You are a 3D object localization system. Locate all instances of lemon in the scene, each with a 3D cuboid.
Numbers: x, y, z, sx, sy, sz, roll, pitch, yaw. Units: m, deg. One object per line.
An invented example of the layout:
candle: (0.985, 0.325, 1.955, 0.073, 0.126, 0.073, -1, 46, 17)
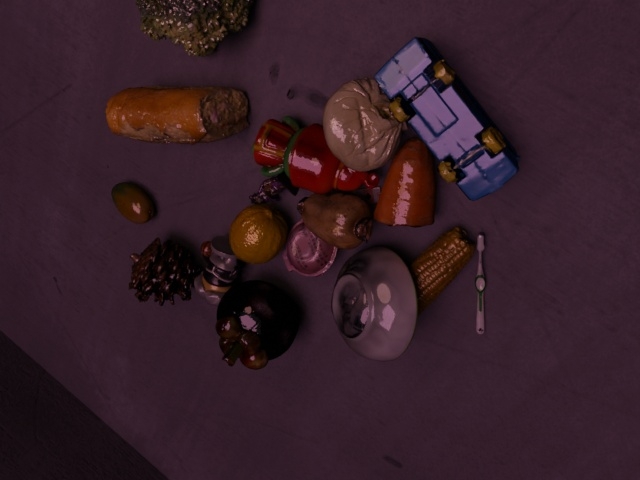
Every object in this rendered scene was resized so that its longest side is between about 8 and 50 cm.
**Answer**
lemon: (-0.192, -0.021, 1.505, 0.181, 0.180, 0.193, 19, 121, 20)

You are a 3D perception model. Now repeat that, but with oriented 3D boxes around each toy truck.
toy truck: (0.302, -0.283, 1.139, 0.161, 0.162, 0.385, -38, 91, 34)

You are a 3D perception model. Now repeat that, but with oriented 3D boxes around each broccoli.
broccoli: (-0.341, -0.615, 1.298, 0.288, 0.235, 0.259, 24, 121, 13)

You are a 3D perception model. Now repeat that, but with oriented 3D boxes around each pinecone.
pinecone: (-0.543, 0.118, 1.712, 0.257, 0.243, 0.243, 29, 121, 4)

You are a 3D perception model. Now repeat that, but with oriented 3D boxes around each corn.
corn: (0.281, 0.110, 1.343, 0.120, 0.120, 0.363, 39, 121, 8)

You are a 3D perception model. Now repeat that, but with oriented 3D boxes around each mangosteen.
mangosteen: (-0.218, 0.279, 1.562, 0.275, 0.302, 0.275, 16, 133, 18)

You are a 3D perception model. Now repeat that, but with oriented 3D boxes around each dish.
dish: (0.115, 0.176, 1.352, 0.324, 0.124, 0.324, -4, 85, 59)

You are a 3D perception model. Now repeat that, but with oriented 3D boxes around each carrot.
carrot: (0.222, -0.149, 1.249, 0.159, 0.159, 0.225, 11, 111, 24)

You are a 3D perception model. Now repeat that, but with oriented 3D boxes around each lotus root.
lotus root: (0.051, -0.062, 1.345, 0.257, 0.140, 0.154, 26, 100, 34)

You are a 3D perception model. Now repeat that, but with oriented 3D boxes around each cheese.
cheese: (0.000, 0.000, 1.459, 0.286, 0.074, 0.189, -34, 71, 22)

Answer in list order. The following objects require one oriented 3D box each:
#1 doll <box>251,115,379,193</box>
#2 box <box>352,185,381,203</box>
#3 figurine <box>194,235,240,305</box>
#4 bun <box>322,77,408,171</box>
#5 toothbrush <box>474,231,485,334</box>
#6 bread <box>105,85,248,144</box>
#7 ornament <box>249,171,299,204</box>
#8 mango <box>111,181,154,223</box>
doll: (-0.011, -0.221, 1.322, 0.363, 0.160, 0.182, 23, 79, 10)
box: (0.134, -0.126, 1.383, 0.083, 0.012, 0.046, -3, 107, 31)
figurine: (-0.347, 0.106, 1.666, 0.176, 0.133, 0.236, 31, 120, 24)
bun: (0.119, -0.293, 1.210, 0.145, 0.229, 0.229, -10, 106, 51)
toothbrush: (0.431, 0.122, 1.319, 0.030, 0.030, 0.304, 4, 112, 26)
bread: (-0.422, -0.371, 1.443, 0.375, 0.236, 0.165, 8, 116, 25)
ornament: (-0.141, -0.152, 1.490, 0.081, 0.088, 0.203, 38, 140, -19)
mango: (-0.685, -0.139, 1.772, 0.195, 0.092, 0.130, 30, 124, 25)
